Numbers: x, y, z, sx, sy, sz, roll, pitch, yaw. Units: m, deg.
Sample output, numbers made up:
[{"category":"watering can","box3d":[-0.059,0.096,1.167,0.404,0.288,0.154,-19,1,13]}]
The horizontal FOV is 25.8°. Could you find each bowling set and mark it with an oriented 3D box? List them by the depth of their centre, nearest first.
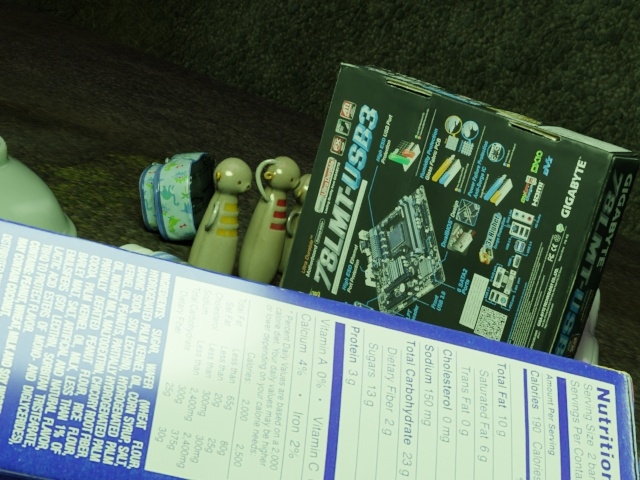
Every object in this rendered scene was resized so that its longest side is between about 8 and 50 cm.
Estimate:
[{"category":"bowling set","box3d":[0.000,0.000,1.555,0.200,0.154,0.287,20,13,18]}]

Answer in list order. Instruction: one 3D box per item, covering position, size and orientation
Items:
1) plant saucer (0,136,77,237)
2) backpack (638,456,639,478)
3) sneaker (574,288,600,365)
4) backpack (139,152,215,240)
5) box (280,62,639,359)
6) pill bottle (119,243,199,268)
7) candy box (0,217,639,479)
[{"category":"plant saucer","box3d":[-0.445,-0.079,1.467,0.401,0.100,0.400,15,12,-3]},{"category":"backpack","box3d":[0.331,0.199,1.116,0.173,0.158,0.117,4,4,0]},{"category":"sneaker","box3d":[0.194,0.090,1.474,0.180,0.124,0.321,18,12,5]},{"category":"backpack","box3d":[-0.173,-0.050,1.694,0.084,0.105,0.114,-5,10,8]},{"category":"box","box3d":[0.113,0.013,1.307,0.293,0.295,0.073,23,14,32]},{"category":"pill bottle","box3d":[-0.138,0.056,1.301,0.137,0.078,0.078,24,14,34]},{"category":"candy box","box3d":[-0.052,0.128,0.650,0.317,0.268,0.122,15,56,-12]}]
